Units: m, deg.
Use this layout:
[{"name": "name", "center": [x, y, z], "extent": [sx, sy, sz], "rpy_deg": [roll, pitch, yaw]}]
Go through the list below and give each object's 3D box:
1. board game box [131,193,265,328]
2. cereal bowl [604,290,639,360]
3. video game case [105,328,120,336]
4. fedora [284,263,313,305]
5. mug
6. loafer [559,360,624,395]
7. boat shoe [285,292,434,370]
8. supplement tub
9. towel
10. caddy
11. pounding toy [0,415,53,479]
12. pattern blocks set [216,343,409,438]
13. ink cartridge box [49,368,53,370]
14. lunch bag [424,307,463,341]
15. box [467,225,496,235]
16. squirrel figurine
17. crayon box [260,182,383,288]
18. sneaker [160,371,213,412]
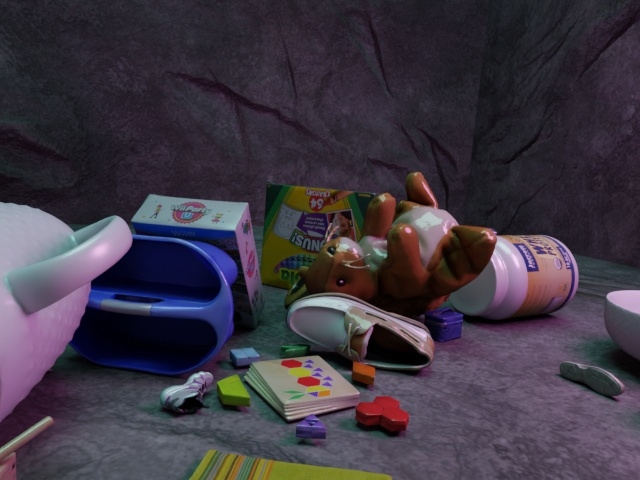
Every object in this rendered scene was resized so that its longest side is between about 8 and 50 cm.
[{"name": "board game box", "center": [-0.254, 0.052, 1.109], "extent": [0.223, 0.304, 0.098], "rpy_deg": [5, 42, 10]}, {"name": "cereal bowl", "center": [0.781, 0.213, 1.064], "extent": [0.338, 0.141, 0.339], "rpy_deg": [4, 8, -1]}, {"name": "video game case", "center": [-0.480, 0.175, 1.114], "extent": [0.173, 0.022, 0.190], "rpy_deg": [7, 9, 15]}, {"name": "fedora", "center": [-0.014, 0.124, 1.360], "extent": [0.079, 0.194, 0.194], "rpy_deg": [43, 5, -7]}, {"name": "mug", "center": [-0.434, 0.067, 0.694], "extent": [0.373, 0.276, 0.328], "rpy_deg": [-22, 17, 8]}, {"name": "loafer", "center": [0.523, 0.260, 0.966], "extent": [0.039, 0.045, 0.125], "rpy_deg": [7, 4, -29]}, {"name": "boat shoe", "center": [0.078, 0.181, 0.993], "extent": [0.301, 0.113, 0.103], "rpy_deg": [10, 13, -1]}, {"name": "supplement tub", "center": [0.523, 0.099, 1.398], "extent": [0.315, 0.229, 0.228], "rpy_deg": [-1, 10, -29]}, {"name": "towel", "center": [-0.033, 0.288, 0.591], "extent": [0.236, 0.021, 0.102], "rpy_deg": [5, 10, 5]}, {"name": "caddy", "center": [-0.311, 0.108, 0.921], "extent": [0.340, 0.242, 0.179], "rpy_deg": [5, 4, 9]}, {"name": "pounding toy", "center": [-0.348, 0.242, 0.474], "extent": [0.141, 0.100, 0.130], "rpy_deg": [3, 9, -8]}, {"name": "pattern blocks set", "center": [-0.030, 0.244, 0.853], "extent": [0.285, 0.026, 0.325], "rpy_deg": [2, 9, -17]}, {"name": "ink cartridge box", "center": [-0.602, 0.206, 0.836], "extent": [0.189, 0.066, 0.232], "rpy_deg": [12, -9, 43]}, {"name": "lunch bag", "center": [0.294, 0.195, 1.201], "extent": [0.098, 0.065, 0.067], "rpy_deg": [-4, 12, -41]}, {"name": "box", "center": [0.438, 0.059, 1.668], "extent": [0.242, 0.214, 0.117], "rpy_deg": [6, 9, 10]}, {"name": "squirrel figurine", "center": [0.144, 0.087, 1.182], "extent": [0.370, 0.397, 0.281], "rpy_deg": [-25, 55, -18]}, {"name": "crayon box", "center": [0.000, 0.000, 1.514], "extent": [0.362, 0.314, 0.106], "rpy_deg": [8, 6, 28]}, {"name": "sneaker", "center": [-0.190, 0.241, 0.783], "extent": [0.069, 0.038, 0.098], "rpy_deg": [12, 21, 36]}]
